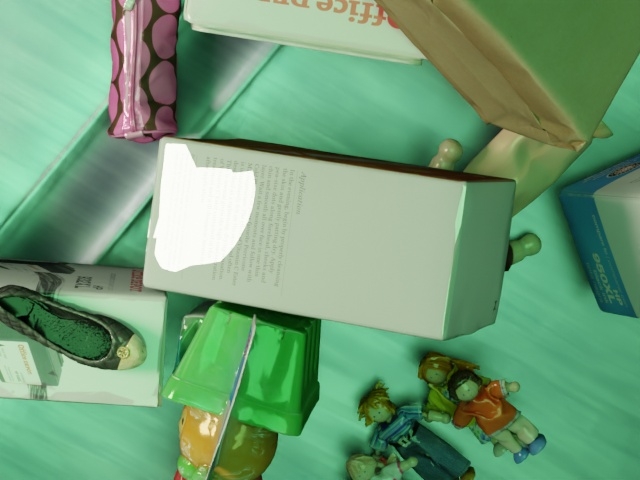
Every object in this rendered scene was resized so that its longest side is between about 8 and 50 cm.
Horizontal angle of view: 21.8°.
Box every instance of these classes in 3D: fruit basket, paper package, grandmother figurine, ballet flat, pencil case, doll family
[{"bbox_3d":[-0.116,0.231,1.854,0.165,0.327,0.353,23,98,3],"label":"fruit basket"},{"bbox_3d":[0.230,-0.319,1.761,0.309,0.168,0.325,41,75,-39],"label":"paper package"},{"bbox_3d":[0.185,-0.040,1.953,0.342,0.104,0.208,-43,114,4],"label":"grandmother figurine"},{"bbox_3d":[-0.263,0.096,1.729,0.173,0.049,0.057,21,93,-8],"label":"ballet flat"},{"bbox_3d":[-0.203,-0.214,1.890,0.095,0.098,0.209,-1,99,-5],"label":"pencil case"},{"bbox_3d":[0.133,0.225,1.993,0.263,0.118,0.163,-41,107,20],"label":"doll family"}]

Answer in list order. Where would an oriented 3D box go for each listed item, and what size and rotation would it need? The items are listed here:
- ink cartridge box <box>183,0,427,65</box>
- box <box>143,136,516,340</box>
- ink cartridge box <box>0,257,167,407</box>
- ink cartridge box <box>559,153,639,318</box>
[{"bbox_3d":[0.008,-0.405,1.847,0.279,0.160,0.385,9,97,-6],"label":"ink cartridge box"},{"bbox_3d":[0.013,-0.009,1.815,0.345,0.215,0.168,10,96,20],"label":"box"},{"bbox_3d":[-0.326,0.096,1.861,0.307,0.223,0.129,4,96,-6],"label":"ink cartridge box"},{"bbox_3d":[0.487,-0.028,1.801,0.285,0.395,0.166,-23,100,-16],"label":"ink cartridge box"}]
